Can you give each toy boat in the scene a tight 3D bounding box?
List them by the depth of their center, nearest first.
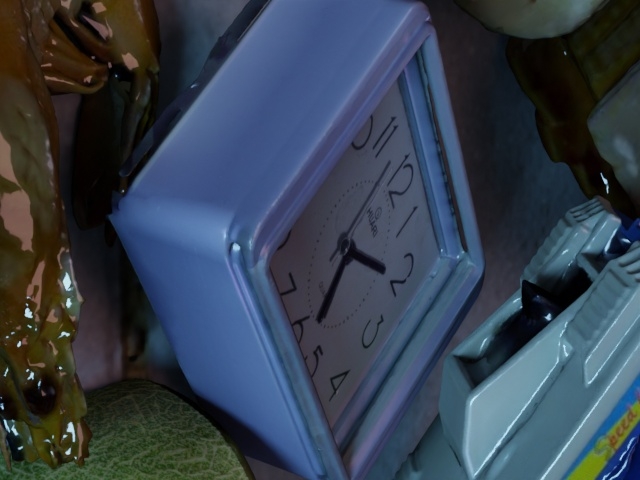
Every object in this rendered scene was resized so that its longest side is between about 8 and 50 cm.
[{"bbox_3d":[0.073,0.117,0.774,0.088,0.129,0.295,32,101,-18],"label":"toy boat"}]

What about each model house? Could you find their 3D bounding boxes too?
[{"bbox_3d":[0.212,-0.101,0.889,0.199,0.219,0.229,48,16,-27],"label":"model house"}]

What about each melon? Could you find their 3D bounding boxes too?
[{"bbox_3d":[-0.083,0.142,0.680,0.128,0.079,0.160,2,93,-47],"label":"melon"}]

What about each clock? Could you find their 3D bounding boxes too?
[{"bbox_3d":[0.000,-0.001,0.715,0.145,0.073,0.193,-55,149,-27],"label":"clock"}]

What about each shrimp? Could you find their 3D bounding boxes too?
[{"bbox_3d":[-0.112,-0.037,0.649,0.150,0.068,0.249,2,87,-51],"label":"shrimp"}]

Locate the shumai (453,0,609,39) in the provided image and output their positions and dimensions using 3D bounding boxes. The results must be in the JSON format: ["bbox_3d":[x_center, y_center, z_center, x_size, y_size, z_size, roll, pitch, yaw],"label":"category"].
[{"bbox_3d":[0.125,-0.217,0.713,0.262,0.314,0.267,62,41,-35],"label":"shumai"}]
